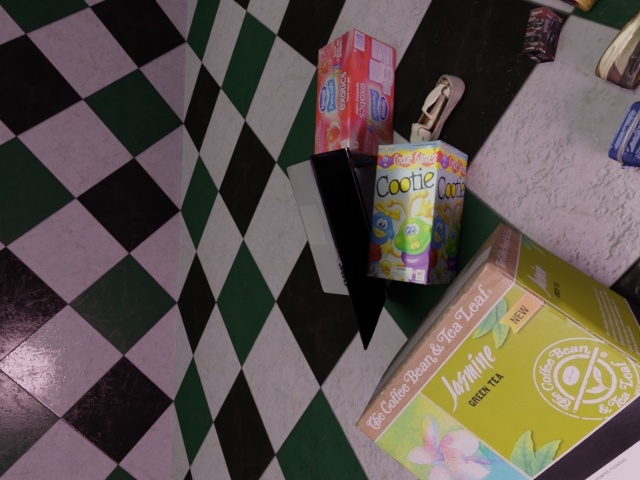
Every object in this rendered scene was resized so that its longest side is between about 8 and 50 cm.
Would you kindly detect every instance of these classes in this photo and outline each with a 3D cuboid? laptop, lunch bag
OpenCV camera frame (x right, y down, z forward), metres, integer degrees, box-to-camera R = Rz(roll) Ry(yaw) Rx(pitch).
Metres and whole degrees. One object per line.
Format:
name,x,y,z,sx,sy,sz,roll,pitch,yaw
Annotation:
laptop,0.000,0.000,1.001,0.408,0.236,0.381,-3,106,53
lunch bag,0.476,-0.151,0.632,0.065,0.067,0.098,40,118,48

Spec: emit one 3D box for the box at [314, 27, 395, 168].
box,0.089,-0.352,1.102,0.142,0.154,0.299,-2,85,53

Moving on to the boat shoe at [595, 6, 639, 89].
boat shoe,0.500,-0.325,0.609,0.073,0.080,0.223,50,139,26

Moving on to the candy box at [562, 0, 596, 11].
candy box,0.462,-0.497,0.707,0.186,0.053,0.109,-58,44,29

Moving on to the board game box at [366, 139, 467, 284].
board game box,0.203,-0.053,0.897,0.144,0.142,0.275,5,89,40

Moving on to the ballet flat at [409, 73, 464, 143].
ballet flat,0.241,-0.267,0.957,0.072,0.068,0.213,51,125,42

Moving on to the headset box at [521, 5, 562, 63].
headset box,0.399,-0.371,0.766,0.032,0.062,0.083,19,100,52

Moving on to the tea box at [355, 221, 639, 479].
tea box,0.286,0.210,0.608,0.324,0.220,0.329,35,118,14
